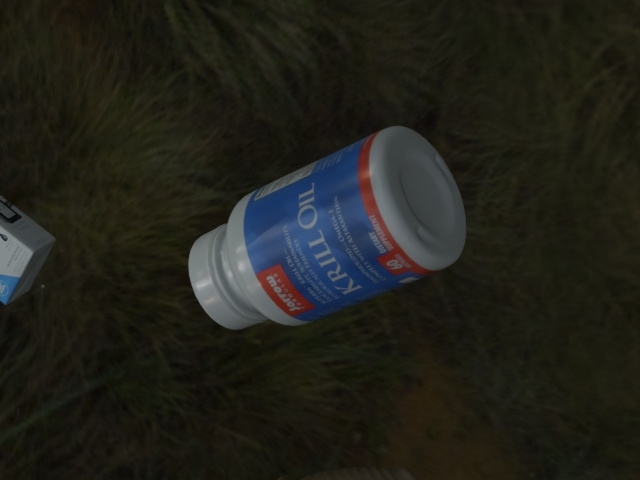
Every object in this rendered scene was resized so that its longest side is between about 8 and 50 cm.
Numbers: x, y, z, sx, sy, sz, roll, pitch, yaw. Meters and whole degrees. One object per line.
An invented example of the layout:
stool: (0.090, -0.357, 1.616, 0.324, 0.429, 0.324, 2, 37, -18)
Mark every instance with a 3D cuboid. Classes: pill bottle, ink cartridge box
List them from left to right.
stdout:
ink cartridge box: (-0.216, -0.005, 0.866, 0.083, 0.028, 0.048, 37, 119, 7)
pill bottle: (0.000, 0.000, 1.140, 0.221, 0.124, 0.124, -25, 94, 33)

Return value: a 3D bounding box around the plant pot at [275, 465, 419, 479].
plant pot: (0.066, 0.257, 1.064, 0.109, 0.237, 0.237, -40, 96, -2)
